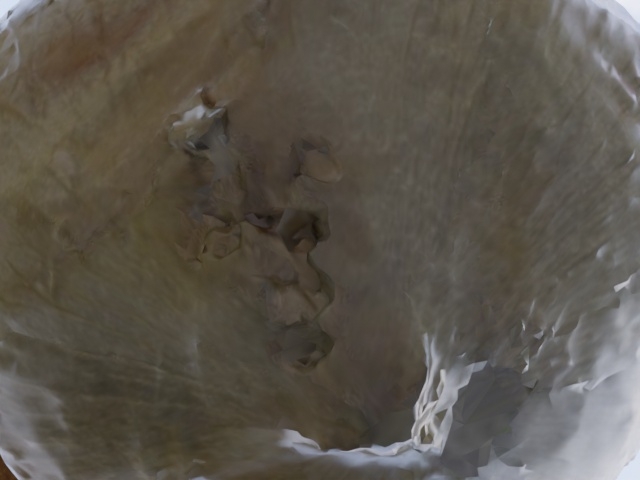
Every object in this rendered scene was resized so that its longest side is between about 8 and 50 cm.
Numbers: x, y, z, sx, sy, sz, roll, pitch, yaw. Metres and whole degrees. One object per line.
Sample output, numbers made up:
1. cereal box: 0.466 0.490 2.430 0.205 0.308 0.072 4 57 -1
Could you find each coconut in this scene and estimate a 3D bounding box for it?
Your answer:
1. coconut: 0.000 0.000 0.556 0.405 0.404 0.404 0 -96 2

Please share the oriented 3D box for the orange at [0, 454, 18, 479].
1. orange: -0.220 0.134 0.900 0.264 0.264 0.264 0 -96 2
